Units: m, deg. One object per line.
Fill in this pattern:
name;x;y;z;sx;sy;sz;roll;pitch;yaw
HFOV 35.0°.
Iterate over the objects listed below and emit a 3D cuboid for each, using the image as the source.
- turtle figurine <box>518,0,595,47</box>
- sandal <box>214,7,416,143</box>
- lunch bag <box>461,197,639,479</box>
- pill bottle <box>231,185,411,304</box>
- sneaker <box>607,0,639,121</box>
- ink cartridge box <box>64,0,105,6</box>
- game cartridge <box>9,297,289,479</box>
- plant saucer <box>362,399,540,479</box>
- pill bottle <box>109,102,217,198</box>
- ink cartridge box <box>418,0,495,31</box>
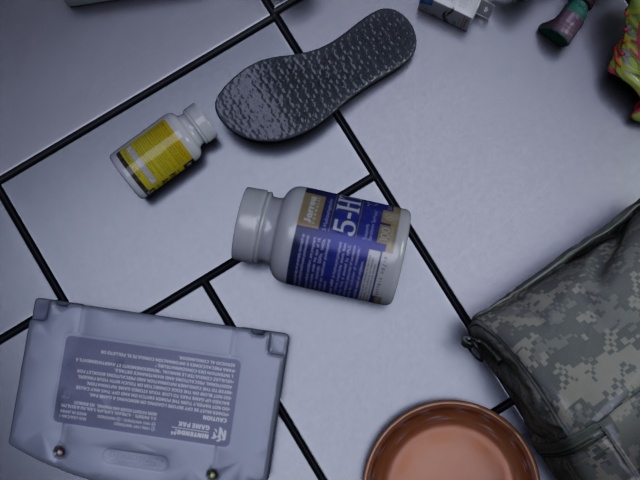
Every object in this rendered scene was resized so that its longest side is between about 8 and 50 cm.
turtle figurine;0.325;-0.349;1.177;0.175;0.118;0.234;43;91;5
sandal;-0.002;-0.185;1.194;0.254;0.054;0.097;-26;91;-12
lunch bag;0.336;0.110;1.071;0.305;0.212;0.256;-34;82;-6
pill bottle;0.000;0.000;1.137;0.186;0.112;0.112;12;84;1
sneaker;0.364;-0.220;1.146;0.094;0.081;0.209;-9;112;34
ink cartridge box;-0.231;-0.359;1.199;0.175;0.072;0.128;-9;84;0
game cartridge;-0.193;0.181;1.149;0.294;0.060;0.196;8;80;2
plant saucer;0.146;0.279;1.142;0.199;0.037;0.200;0;84;0
pill bottle;-0.179;-0.106;1.174;0.116;0.065;0.065;-37;85;-3
ink cartridge box;0.160;-0.276;1.197;0.083;0.048;0.028;26;85;4
